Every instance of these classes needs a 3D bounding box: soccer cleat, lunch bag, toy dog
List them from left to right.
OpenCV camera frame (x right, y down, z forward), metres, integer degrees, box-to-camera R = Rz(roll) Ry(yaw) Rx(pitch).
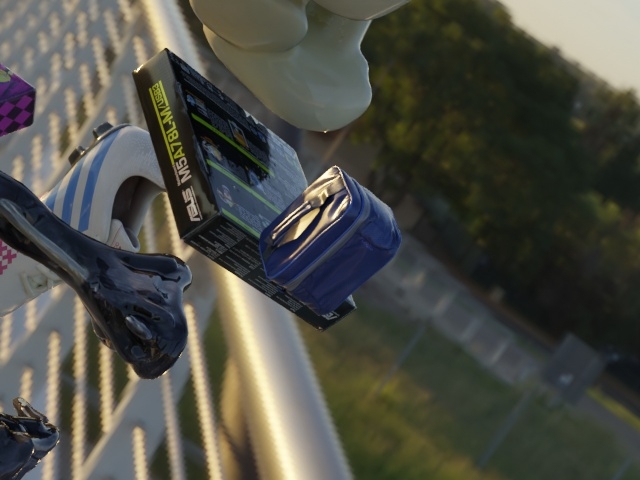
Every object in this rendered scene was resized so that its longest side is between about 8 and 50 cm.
[{"bbox_3d":[-0.312,0.001,1.911,0.143,0.331,0.116,47,9,24],"label":"soccer cleat"},{"bbox_3d":[-0.004,-0.342,1.198,0.395,0.284,0.408,40,-20,3],"label":"toy dog"},{"bbox_3d":[0.000,0.000,1.094,0.065,0.098,0.067,40,16,-29],"label":"lunch bag"}]

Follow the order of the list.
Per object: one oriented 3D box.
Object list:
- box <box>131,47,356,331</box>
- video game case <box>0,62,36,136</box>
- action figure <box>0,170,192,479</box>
[{"bbox_3d":[-0.061,-0.039,1.224,0.191,0.045,0.184,36,28,-48],"label":"box"},{"bbox_3d":[-0.374,-0.120,1.181,0.210,0.042,0.232,36,41,26],"label":"video game case"},{"bbox_3d":[-0.177,-0.029,0.467,0.276,0.164,0.141,43,-16,-23],"label":"action figure"}]
